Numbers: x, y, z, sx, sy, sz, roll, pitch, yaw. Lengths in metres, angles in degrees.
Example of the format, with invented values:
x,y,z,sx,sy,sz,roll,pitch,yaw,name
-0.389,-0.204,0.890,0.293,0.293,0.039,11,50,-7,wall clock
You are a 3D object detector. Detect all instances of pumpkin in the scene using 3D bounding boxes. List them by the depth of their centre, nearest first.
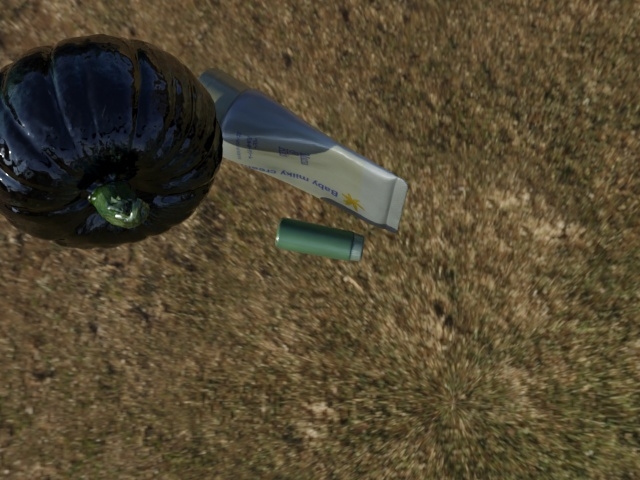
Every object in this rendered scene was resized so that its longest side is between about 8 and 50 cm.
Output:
x,y,z,sx,sy,sz,roll,pitch,yaw,name
-0.174,-0.073,0.715,0.194,0.194,0.150,5,67,9,pumpkin

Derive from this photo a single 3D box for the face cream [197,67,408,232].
x,y,z,sx,sy,sz,roll,pitch,yaw,name
-0.022,-0.079,0.844,0.224,0.114,0.070,32,71,11,face cream

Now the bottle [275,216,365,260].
x,y,z,sx,sy,sz,roll,pitch,yaw,name
0.000,0.000,0.866,0.083,0.030,0.030,11,82,1,bottle
